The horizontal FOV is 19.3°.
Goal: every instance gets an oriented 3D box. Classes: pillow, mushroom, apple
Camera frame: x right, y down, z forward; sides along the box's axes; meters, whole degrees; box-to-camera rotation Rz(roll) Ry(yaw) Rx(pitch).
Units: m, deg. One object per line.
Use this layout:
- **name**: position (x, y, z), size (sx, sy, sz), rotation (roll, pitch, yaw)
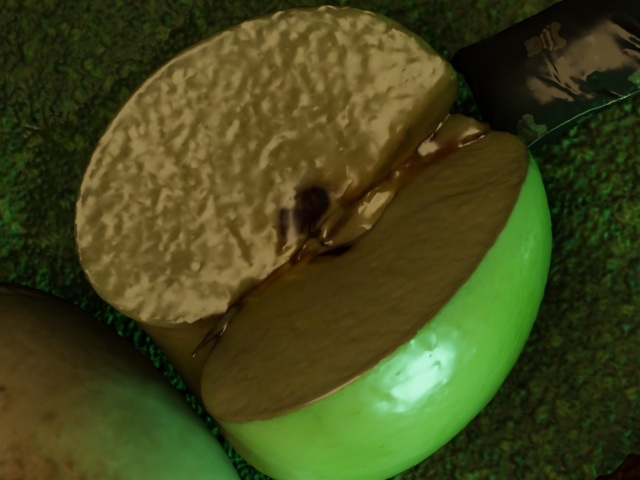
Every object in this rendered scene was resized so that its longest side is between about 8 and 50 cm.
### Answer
- **pillow**: position (0.161, -0.117, 1.251), size (0.150, 0.048, 0.090), rotation (-26, 90, 21)
- **mushroom**: position (-0.210, 0.209, 1.243), size (0.294, 0.362, 0.362), rotation (-37, 82, -26)
- **apple**: position (0.008, 0.012, 1.218), size (0.258, 0.233, 0.295), rotation (-41, 65, -8)

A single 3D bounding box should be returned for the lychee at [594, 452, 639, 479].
- **lychee**: position (0.241, 0.227, 1.201), size (0.188, 0.188, 0.188), rotation (2, 96, 18)
